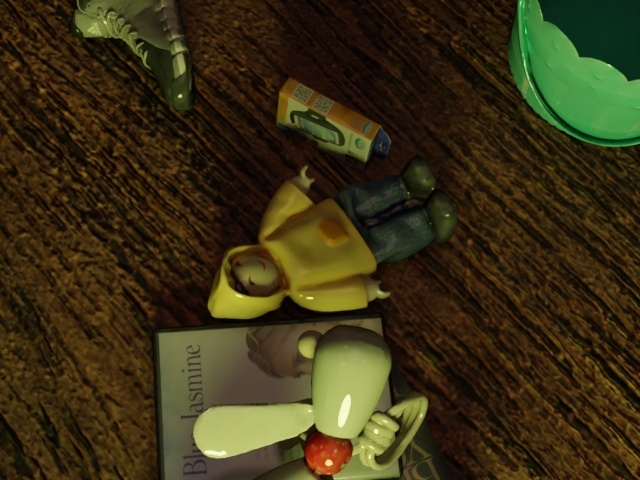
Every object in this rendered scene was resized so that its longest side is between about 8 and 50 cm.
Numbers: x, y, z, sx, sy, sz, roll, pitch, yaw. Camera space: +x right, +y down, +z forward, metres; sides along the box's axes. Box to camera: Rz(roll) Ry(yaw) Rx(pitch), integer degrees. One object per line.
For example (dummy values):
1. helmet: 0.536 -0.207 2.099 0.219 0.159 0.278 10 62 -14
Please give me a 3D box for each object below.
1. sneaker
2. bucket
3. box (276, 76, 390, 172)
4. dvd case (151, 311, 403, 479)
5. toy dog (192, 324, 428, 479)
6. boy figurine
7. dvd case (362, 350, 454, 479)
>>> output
1. sneaker: -0.224 -0.235 1.436 0.132 0.086 0.229 -12 59 -5
2. bucket: 0.356 -0.256 1.435 0.281 0.183 0.281 2 67 -4
3. box: 0.014 -0.128 1.405 0.136 0.081 0.028 30 68 8
4. dvd case: -0.048 0.170 1.288 0.253 0.022 0.180 -4 68 -5
5. toy dog: -0.058 0.224 1.167 0.161 0.220 0.334 28 79 26
6. boy figurine: 0.000 0.000 1.346 0.285 0.092 0.177 -22 73 -17
7. dvd case: 0.034 0.216 1.296 0.164 0.018 0.221 -21 71 -13
